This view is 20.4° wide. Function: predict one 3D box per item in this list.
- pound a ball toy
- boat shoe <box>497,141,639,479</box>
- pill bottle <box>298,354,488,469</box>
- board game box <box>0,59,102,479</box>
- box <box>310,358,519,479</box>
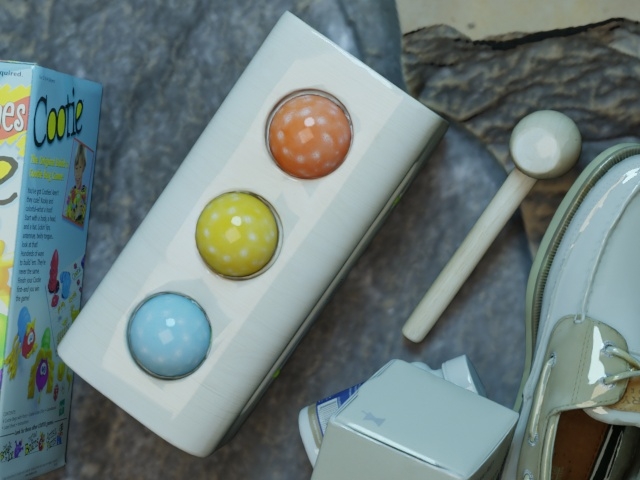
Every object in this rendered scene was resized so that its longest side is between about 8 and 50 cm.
[{"bbox_3d":[0.000,0.000,1.165,0.208,0.136,0.319,36,97,8],"label":"pound a ball toy"},{"bbox_3d":[0.184,0.092,1.130,0.113,0.103,0.302,11,100,-25],"label":"boat shoe"},{"bbox_3d":[0.051,0.121,1.190,0.120,0.067,0.067,-23,86,9],"label":"pill bottle"},{"bbox_3d":[-0.248,0.018,1.205,0.142,0.144,0.275,6,91,11],"label":"board game box"},{"bbox_3d":[0.031,0.224,1.126,0.094,0.113,0.275,24,116,16],"label":"box"}]
